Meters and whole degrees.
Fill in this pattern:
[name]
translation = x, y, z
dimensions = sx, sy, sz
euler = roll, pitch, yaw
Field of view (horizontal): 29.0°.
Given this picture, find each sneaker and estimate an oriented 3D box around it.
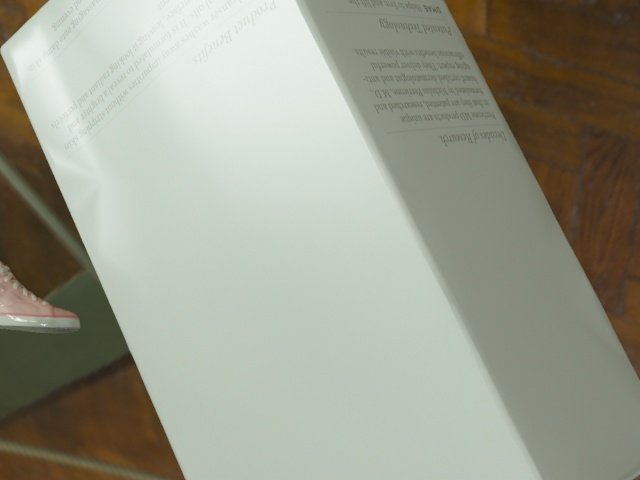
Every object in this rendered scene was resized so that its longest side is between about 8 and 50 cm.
[sneaker]
translation = -0.302, 0.054, 1.224
dimensions = 0.134, 0.070, 0.051
euler = 5, 167, -1

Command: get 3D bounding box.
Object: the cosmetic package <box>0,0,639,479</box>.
[cosmetic package]
translation = 0.000, 0.000, 0.699
dimensions = 0.217, 0.156, 0.385
euler = -31, 80, 35
